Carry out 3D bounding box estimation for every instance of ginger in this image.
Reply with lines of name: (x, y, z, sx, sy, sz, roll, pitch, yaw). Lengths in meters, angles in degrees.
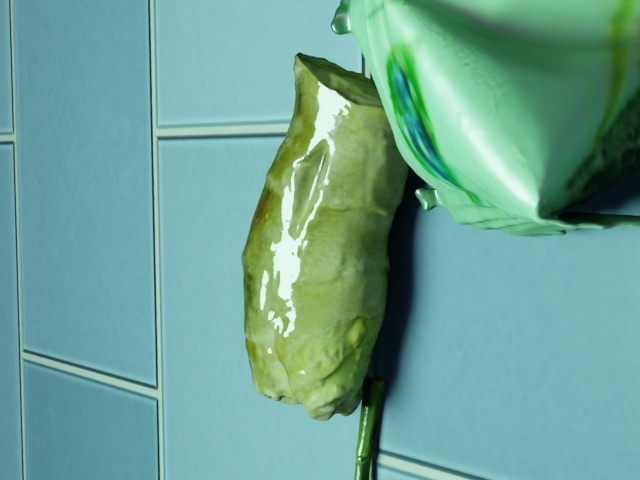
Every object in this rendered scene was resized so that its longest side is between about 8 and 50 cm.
ginger: (0.000, 0.000, 0.982, 0.116, 0.109, 0.263, -86, 5, -73)

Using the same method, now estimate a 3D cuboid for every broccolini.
broccolini: (0.025, 0.209, 1.024, 0.044, 0.042, 0.218, 24, 111, 51)

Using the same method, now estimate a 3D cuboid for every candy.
candy: (0.120, -0.195, 0.736, 0.263, 0.172, 0.398, -151, 68, -79)
